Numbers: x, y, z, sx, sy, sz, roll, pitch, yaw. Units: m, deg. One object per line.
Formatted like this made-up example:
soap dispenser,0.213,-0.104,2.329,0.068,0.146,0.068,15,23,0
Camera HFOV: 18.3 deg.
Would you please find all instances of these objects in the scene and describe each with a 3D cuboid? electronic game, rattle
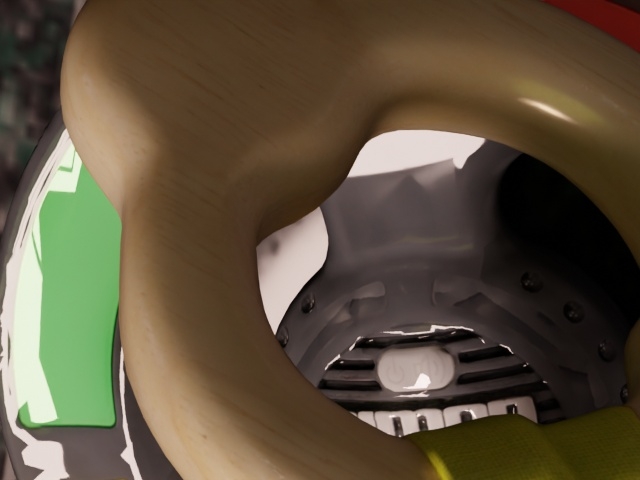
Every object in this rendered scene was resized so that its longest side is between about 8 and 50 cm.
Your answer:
electronic game,0.031,0.040,0.453,0.229,0.048,0.229,7,114,16
rattle,0.000,0.000,0.409,0.130,0.143,0.200,-43,72,-10
